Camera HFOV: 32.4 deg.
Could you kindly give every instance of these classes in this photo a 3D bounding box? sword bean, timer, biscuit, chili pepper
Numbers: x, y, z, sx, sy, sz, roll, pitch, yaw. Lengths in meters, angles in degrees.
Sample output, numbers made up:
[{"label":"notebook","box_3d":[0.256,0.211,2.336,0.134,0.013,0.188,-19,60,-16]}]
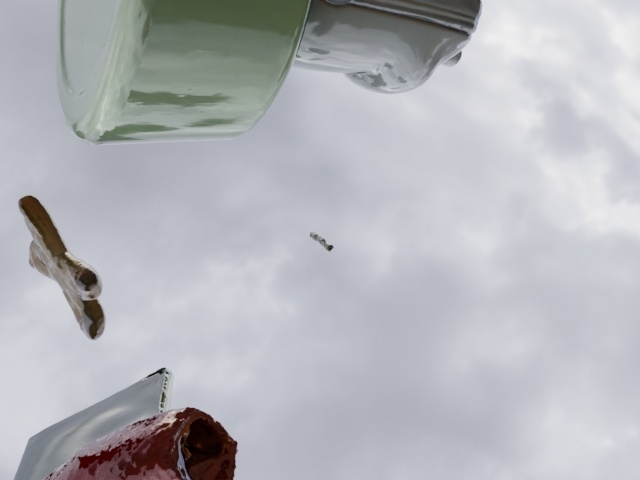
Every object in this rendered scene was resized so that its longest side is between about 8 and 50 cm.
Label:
[{"label":"sword bean","box_3d":[0.000,0.000,1.560,0.012,0.012,0.083,14,-170,-22]},{"label":"timer","box_3d":[-0.022,-0.201,0.852,0.315,0.290,0.290,5,-135,-25]},{"label":"biscuit","box_3d":[-0.400,0.043,1.719,0.047,0.164,0.208,-27,-122,-28]},{"label":"chili pepper","box_3d":[-0.255,0.297,1.238,0.131,0.338,0.134,43,-150,-31]}]

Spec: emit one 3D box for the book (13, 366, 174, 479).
[{"label":"book","box_3d":[-0.335,0.324,1.580,0.031,0.264,0.379,62,-176,-18]}]
